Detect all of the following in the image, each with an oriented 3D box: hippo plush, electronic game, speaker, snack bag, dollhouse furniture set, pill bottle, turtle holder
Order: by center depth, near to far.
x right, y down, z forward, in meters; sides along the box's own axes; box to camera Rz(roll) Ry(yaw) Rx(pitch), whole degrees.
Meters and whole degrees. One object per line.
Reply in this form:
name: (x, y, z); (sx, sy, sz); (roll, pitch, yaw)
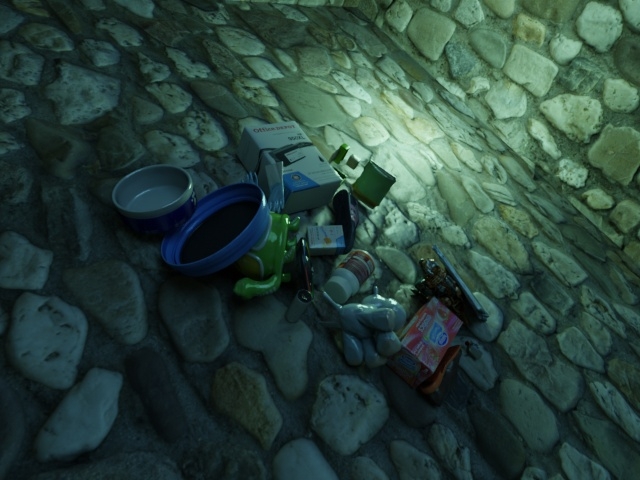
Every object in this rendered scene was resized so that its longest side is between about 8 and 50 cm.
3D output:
speaker: (-0.076, 0.226, 1.532); (0.055, 0.136, 0.055); (14, 47, -16)
turtle holder: (-0.206, 0.052, 1.577); (0.227, 0.243, 0.321); (9, 82, -3)
hippo plush: (0.175, 0.301, 1.590); (0.293, 0.235, 0.236); (13, 14, 27)
electronic game: (-0.050, 0.102, 1.606); (0.048, 0.229, 0.230); (-7, 50, 3)
pill bottle: (0.112, 0.138, 1.721); (0.121, 0.121, 0.221); (39, 45, 8)
snack bag: (0.582, 0.184, 1.861); (0.323, 0.037, 0.342); (60, 14, 24)
dollhouse furniture set: (0.162, -0.269, 2.048); (0.301, 0.198, 0.151); (37, 43, 6)

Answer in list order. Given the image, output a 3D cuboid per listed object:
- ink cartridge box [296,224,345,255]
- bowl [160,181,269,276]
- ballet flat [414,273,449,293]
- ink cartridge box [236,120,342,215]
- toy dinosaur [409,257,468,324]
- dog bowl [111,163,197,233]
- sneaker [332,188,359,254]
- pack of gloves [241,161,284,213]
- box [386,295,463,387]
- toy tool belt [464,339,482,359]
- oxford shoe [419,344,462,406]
ink cartridge box: (0.000, 0.000, 1.787); (0.181, 0.062, 0.105); (-2, 59, -10)
bowl: (-0.346, -0.039, 1.498); (0.077, 0.390, 0.392); (59, 30, -36)
ballet flat: (0.489, 0.187, 1.918); (0.203, 0.074, 0.074); (-12, 58, -38)
ink cartridge box: (-0.143, -0.323, 1.956); (0.285, 0.166, 0.395); (-19, 62, -38)
toy dinosaur: (0.473, 0.207, 1.761); (0.164, 0.218, 0.323); (-19, 98, -16)
dog bowl: (-0.567, -0.146, 1.551); (0.264, 0.104, 0.265); (-2, 45, 2)
sneaker: (0.126, -0.066, 1.926); (0.131, 0.112, 0.320); (36, 47, -42)
pack of gloves: (-0.225, -0.182, 1.780); (0.046, 0.194, 0.232); (40, 42, -59)
box: (0.380, 0.367, 1.647); (0.154, 0.142, 0.300); (42, 45, 10)
toy tool belt: (0.608, 0.430, 1.788); (0.083, 0.052, 0.051); (48, 15, 12)
oxford shoe: (0.454, 0.486, 1.637); (0.271, 0.096, 0.098); (-38, 95, -39)
